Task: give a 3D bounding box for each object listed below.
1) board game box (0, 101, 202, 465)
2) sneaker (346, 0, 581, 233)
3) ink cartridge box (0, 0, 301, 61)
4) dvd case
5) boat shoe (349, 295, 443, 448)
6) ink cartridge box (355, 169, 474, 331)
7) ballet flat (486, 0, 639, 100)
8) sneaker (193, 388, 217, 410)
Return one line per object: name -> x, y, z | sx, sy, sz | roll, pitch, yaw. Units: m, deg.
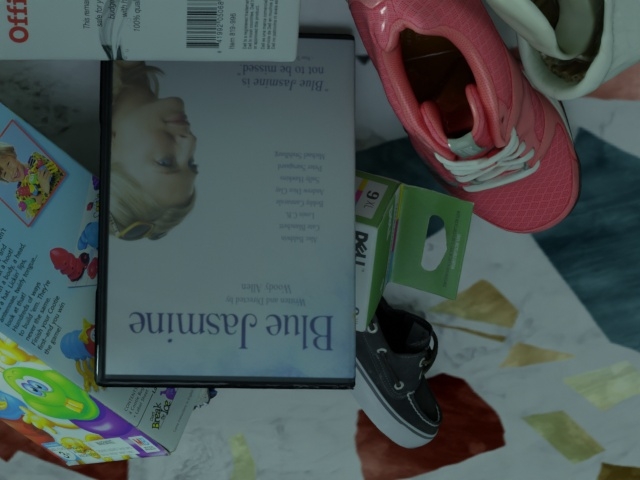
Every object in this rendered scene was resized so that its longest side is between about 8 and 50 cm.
board game box -> -0.217, 0.029, 1.300 | 0.275, 0.144, 0.142 | 40, 147, -29
sneaker -> 0.096, -0.087, 1.270 | 0.116, 0.136, 0.314 | -22, 132, 17
ink cartridge box -> -0.117, -0.198, 1.174 | 0.208, 0.087, 0.153 | 0, 134, -7
dvd case -> -0.065, -0.023, 1.264 | 0.180, 0.253, 0.022 | 1, 172, -7
boat shoe -> 0.055, 0.083, 1.479 | 0.076, 0.080, 0.228 | -23, 124, 18
ink cartridge box -> 0.000, 0.000, 1.347 | 0.209, 0.062, 0.109 | 16, 134, 10
ballet flat -> 0.133, -0.236, 1.114 | 0.139, 0.139, 0.400 | -17, 136, 11
sneaker -> -0.116, 0.127, 1.518 | 0.058, 0.052, 0.135 | 17, 131, -26
